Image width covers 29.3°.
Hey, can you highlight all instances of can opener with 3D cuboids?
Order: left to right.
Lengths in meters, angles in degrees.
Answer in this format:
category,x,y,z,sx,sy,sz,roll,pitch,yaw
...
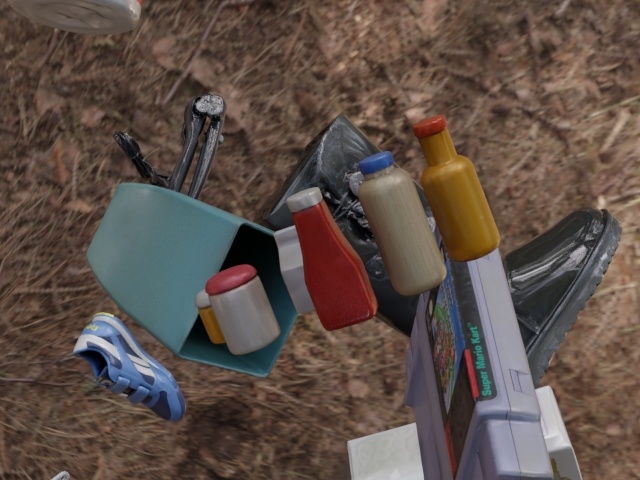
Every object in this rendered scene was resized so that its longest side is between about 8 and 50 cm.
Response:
category,x,y,z,sx,sy,sz,roll,pitch,yaw
can opener,-0.161,-0.118,1.621,0.059,0.073,0.186,10,56,-6

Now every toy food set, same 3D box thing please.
category,x,y,z,sx,sy,sz,roll,pitch,yaw
toy food set,0.000,0.000,0.874,0.232,0.111,0.104,-18,102,18

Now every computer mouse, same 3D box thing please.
category,x,y,z,sx,sy,sz,roll,pitch,yaw
computer mouse,-0.215,-0.090,1.629,0.041,0.242,0.071,-35,68,-2

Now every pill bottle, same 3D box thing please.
category,x,y,z,sx,sy,sz,roll,pitch,yaw
pill bottle,-0.306,-0.450,1.628,0.176,0.176,0.318,10,81,-17

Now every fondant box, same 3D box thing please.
category,x,y,z,sx,sy,sz,roll,pitch,yaw
fondant box,0.194,0.333,1.413,0.238,0.096,0.330,-17,130,8

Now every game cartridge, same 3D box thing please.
category,x,y,z,sx,sy,sz,roll,pitch,yaw
game cartridge,0.129,0.149,1.103,0.068,0.355,0.230,0,127,-4

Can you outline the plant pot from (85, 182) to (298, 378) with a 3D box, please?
category,x,y,z,sx,sy,sz,roll,pitch,yaw
plant pot,-0.156,0.031,1.454,0.165,0.234,0.165,22,93,-52

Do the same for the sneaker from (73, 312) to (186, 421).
category,x,y,z,sx,sy,sz,roll,pitch,yaw
sneaker,-0.205,0.145,1.301,0.144,0.053,0.059,45,46,-4

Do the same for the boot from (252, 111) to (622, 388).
category,x,y,z,sx,sy,sz,roll,pitch,yaw
boot,0.175,-0.025,1.737,0.445,0.146,0.367,36,59,-1

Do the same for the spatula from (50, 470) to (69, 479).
category,x,y,z,sx,sy,sz,roll,pitch,yaw
spatula,-0.413,0.421,1.626,0.242,0.019,0.168,-34,128,-30
